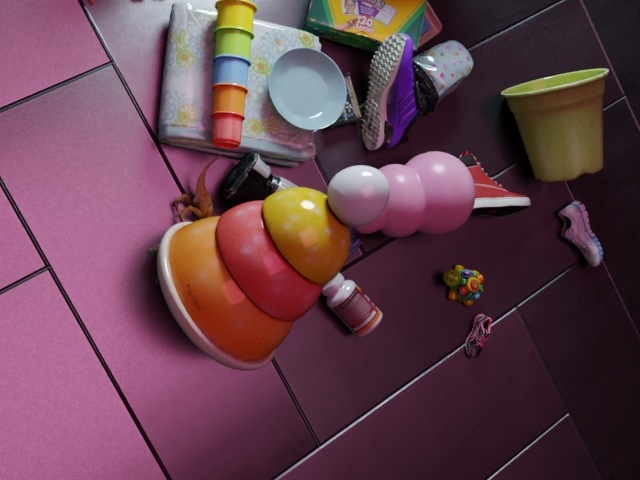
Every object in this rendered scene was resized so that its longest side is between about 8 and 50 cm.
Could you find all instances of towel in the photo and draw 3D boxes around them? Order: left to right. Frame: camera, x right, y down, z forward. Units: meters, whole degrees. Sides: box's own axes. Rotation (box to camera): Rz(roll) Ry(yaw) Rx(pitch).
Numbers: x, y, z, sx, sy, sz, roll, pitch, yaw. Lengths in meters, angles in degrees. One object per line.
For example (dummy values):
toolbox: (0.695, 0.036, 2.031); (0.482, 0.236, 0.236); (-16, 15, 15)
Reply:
towel: (-0.177, -0.352, 1.871); (0.374, 0.090, 0.321); (8, 79, -23)

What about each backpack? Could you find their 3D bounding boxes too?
backpack: (0.300, -0.426, 2.072); (0.182, 0.115, 0.152); (-37, 97, -25)

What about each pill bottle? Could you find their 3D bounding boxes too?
pill bottle: (0.070, 0.150, 1.931); (0.152, 0.086, 0.086); (48, 69, -14)

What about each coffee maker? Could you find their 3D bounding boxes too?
coffee maker: (-0.134, -0.085, 1.834); (0.178, 0.120, 0.171); (35, 70, -25)

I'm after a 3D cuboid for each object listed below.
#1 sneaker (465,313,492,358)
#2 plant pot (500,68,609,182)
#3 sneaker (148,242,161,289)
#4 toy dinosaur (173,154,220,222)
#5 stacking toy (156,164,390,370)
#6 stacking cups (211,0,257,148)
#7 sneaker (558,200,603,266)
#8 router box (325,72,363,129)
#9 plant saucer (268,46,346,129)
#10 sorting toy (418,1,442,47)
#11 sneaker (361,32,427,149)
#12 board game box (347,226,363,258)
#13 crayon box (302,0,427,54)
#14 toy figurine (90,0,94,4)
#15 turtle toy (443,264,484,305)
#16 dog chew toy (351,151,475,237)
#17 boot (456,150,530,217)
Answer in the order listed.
sneaker: (0.412, 0.247, 2.090); (0.047, 0.057, 0.119); (20, 78, -23)
plant pot: (0.638, -0.298, 2.149); (0.276, 0.276, 0.254); (-20, 104, -24)
sneaker: (-0.327, 0.095, 1.783); (0.071, 0.066, 0.189); (-12, 85, -8)
toy dinosaur: (-0.268, -0.089, 1.808); (0.112, 0.064, 0.212); (-18, 122, -19)
stacking toy: (-0.055, 0.015, 1.632); (0.479, 0.351, 0.351); (-33, 102, 22)
stacking cups: (-0.188, -0.360, 1.770); (0.096, 0.096, 0.316); (3, 83, -24)
sneaker: (0.712, -0.009, 2.247); (0.082, 0.071, 0.191); (-23, 86, -18)
router box: (0.042, -0.341, 1.990); (0.092, 0.038, 0.123); (-17, 93, -24)
plant saucer: (-0.034, -0.345, 1.865); (0.194, 0.037, 0.195); (3, 82, -24)
sorting toy: (0.197, -0.574, 2.081); (0.208, 0.038, 0.193); (-38, 101, -22)
sneaker: (0.197, -0.362, 1.980); (0.146, 0.102, 0.293); (-4, 124, -25)
board game box: (0.000, 0.000, 1.869); (0.194, 0.060, 0.194); (-46, 143, -20)
crayon box: (0.111, -0.560, 1.982); (0.278, 0.081, 0.165); (13, 81, -8)
toy figurine: (-0.350, -0.659, 1.749); (0.362, 0.217, 0.191); (-17, 92, -24)
turtle toy: (0.366, 0.110, 2.077); (0.130, 0.066, 0.095); (19, 78, -21)
dog chew toy: (0.201, -0.100, 1.960); (0.331, 0.206, 0.207); (-10, 89, -16)
boot: (0.443, -0.154, 2.132); (0.244, 0.088, 0.176); (1, 67, -35)
